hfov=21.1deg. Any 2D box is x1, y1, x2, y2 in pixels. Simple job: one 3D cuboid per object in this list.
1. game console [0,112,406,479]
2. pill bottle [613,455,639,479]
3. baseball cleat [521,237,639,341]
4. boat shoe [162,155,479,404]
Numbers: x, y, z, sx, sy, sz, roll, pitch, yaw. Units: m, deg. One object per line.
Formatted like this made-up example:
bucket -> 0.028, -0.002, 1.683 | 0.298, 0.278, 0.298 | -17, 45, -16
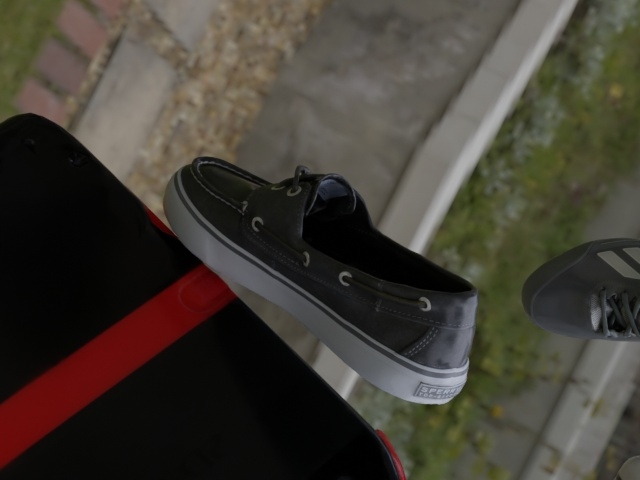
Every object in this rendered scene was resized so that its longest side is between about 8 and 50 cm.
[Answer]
game console -> -0.172, 0.129, 0.868 | 0.386, 0.342, 0.060 | -36, 161, -38
pill bottle -> 0.195, 0.170, 1.013 | 0.120, 0.067, 0.067 | -62, 167, 11
baseball cleat -> 0.232, 0.042, 1.128 | 0.109, 0.205, 0.072 | -70, 150, -62
boat shoe -> 0.000, 0.000, 0.935 | 0.080, 0.228, 0.076 | -4, 121, -41
